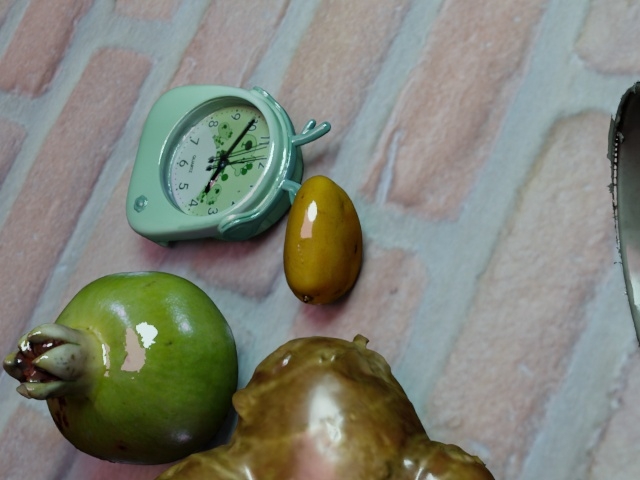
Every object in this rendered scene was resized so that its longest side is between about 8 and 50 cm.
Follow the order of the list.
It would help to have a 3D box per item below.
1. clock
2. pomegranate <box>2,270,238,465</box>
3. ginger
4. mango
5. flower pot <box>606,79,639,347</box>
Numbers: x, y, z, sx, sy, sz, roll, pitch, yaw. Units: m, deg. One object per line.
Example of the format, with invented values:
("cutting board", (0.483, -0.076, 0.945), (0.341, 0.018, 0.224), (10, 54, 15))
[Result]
("clock", (-0.085, -0.069, 1.049), (0.211, 0.066, 0.159), (4, 73, 31))
("pomegranate", (-0.163, 0.106, 0.944), (0.179, 0.210, 0.179), (-1, 74, 5))
("ginger", (-0.015, 0.255, 0.807), (0.274, 0.152, 0.357), (37, 75, 23))
("mango", (0.000, 0.000, 0.957), (0.060, 0.080, 0.114), (8, 91, 28))
("flower pot", (0.288, -0.004, 0.738), (0.141, 0.235, 0.235), (-6, 66, 1))
